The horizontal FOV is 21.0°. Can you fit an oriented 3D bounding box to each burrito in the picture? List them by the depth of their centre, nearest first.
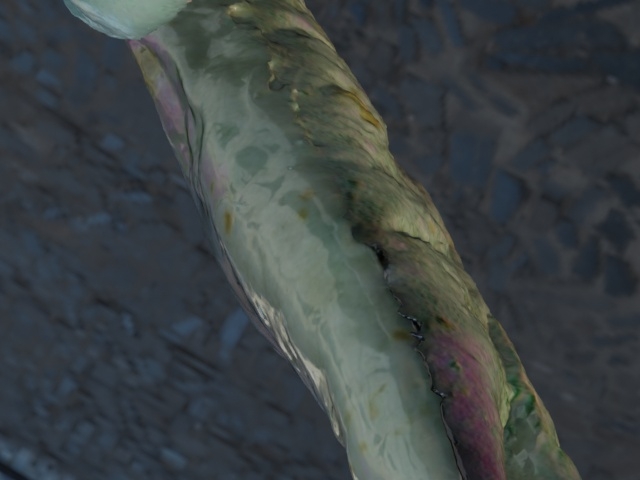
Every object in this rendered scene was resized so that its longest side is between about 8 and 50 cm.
[{"bbox_3d":[0.000,-0.003,0.504,0.096,0.066,0.309,52,-174,-44],"label":"burrito"}]

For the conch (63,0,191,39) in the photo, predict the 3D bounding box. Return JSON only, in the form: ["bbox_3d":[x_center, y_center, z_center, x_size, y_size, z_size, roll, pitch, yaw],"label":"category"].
[{"bbox_3d":[-0.052,-0.100,0.412,0.065,0.088,0.180,32,156,-28],"label":"conch"}]
